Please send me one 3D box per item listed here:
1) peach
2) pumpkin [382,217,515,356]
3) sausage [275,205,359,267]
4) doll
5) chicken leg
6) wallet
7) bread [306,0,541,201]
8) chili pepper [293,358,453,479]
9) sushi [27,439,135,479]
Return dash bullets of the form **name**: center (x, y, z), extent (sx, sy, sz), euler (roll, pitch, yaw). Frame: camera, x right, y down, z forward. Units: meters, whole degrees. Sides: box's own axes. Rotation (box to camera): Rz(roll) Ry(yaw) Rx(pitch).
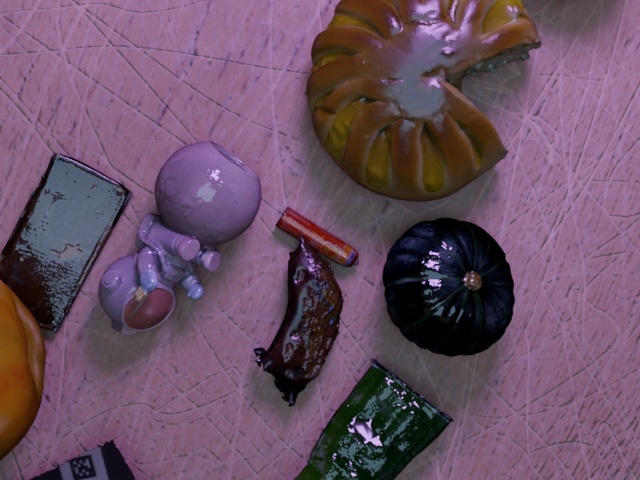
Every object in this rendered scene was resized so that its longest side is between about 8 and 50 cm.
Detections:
- **peach**: center (-0.513, 0.185, 1.609), extent (0.308, 0.289, 0.289), euler (-19, 95, -2)
- **pumpkin**: center (0.176, 0.063, 1.693), extent (0.194, 0.150, 0.194), euler (-2, 99, -12)
- **sausage**: center (0.000, 0.000, 1.738), extent (0.129, 0.034, 0.034), euler (33, 92, -4)
- **doll**: center (-0.201, 0.003, 1.685), extent (0.151, 0.151, 0.287), euler (36, 98, -4)
- **chicken leg**: center (-0.024, 0.115, 1.729), extent (0.105, 0.063, 0.234), euler (18, 93, -24)
- **wallet**: center (-0.365, 0.003, 1.726), extent (0.122, 0.031, 0.232), euler (28, 95, -8)
- **bread**: center (0.133, -0.217, 1.666), extent (0.333, 0.160, 0.333), euler (0, 93, -1)
- **chili pepper**: center (0.047, 0.311, 1.730), extent (0.136, 0.099, 0.270), euler (39, 87, -13)
- **sushi**: center (-0.337, 0.475, 1.751), extent (0.320, 0.069, 0.339), euler (-29, 95, 8)
